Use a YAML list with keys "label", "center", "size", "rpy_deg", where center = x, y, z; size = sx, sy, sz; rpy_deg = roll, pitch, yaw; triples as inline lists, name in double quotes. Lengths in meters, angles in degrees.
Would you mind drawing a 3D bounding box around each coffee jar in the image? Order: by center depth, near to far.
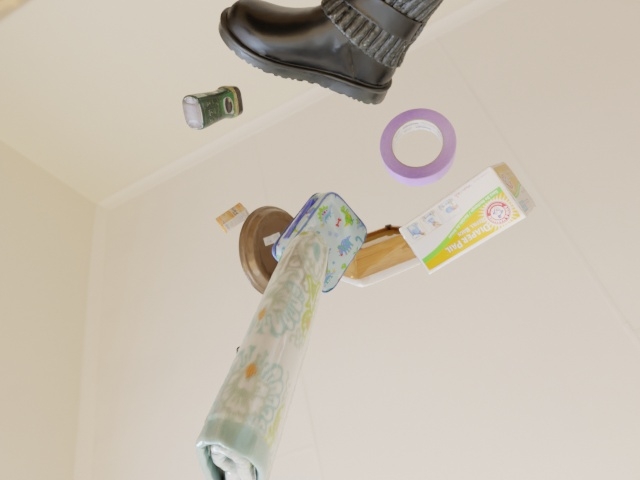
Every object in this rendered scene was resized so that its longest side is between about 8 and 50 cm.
- label: "coffee jar"
  center: [-0.304, -0.387, 1.326]
  size: [0.079, 0.096, 0.184]
  rpy_deg: [14, -148, 30]

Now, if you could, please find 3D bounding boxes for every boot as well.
- label: "boot"
  center: [0.017, -0.401, 0.770]
  size: [0.348, 0.260, 0.131]
  rpy_deg: [14, -126, -11]

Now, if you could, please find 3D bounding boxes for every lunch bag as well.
- label: "lunch bag"
  center: [0.000, 0.000, 1.108]
  size: [0.090, 0.176, 0.219]
  rpy_deg: [1, -128, 56]

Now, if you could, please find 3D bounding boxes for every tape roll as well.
- label: "tape roll"
  center: [0.361, -0.345, 1.710]
  size: [0.275, 0.090, 0.275]
  rpy_deg: [-3, -103, 15]

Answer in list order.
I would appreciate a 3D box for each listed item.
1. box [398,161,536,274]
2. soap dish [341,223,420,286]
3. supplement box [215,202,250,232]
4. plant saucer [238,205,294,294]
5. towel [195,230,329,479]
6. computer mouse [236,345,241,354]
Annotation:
- label: "box"
  center: [0.265, -0.041, 0.839]
  size: [0.203, 0.114, 0.103]
  rpy_deg: [-37, -99, 33]
- label: "soap dish"
  center: [0.184, 0.039, 1.475]
  size: [0.291, 0.118, 0.229]
  rpy_deg: [-19, -169, -20]
- label: "supplement box"
  center: [-0.283, -0.074, 1.493]
  size: [0.098, 0.036, 0.062]
  rpy_deg: [-37, -141, -13]
- label: "plant saucer"
  center: [-0.124, 0.031, 1.358]
  size: [0.041, 0.278, 0.278]
  rpy_deg: [-11, -123, 39]
- label: "towel"
  center: [-0.081, 0.213, 0.706]
  size: [0.090, 0.374, 0.320]
  rpy_deg: [15, -130, 2]
- label: "computer mouse"
  center: [-0.201, 0.443, 1.358]
  size: [0.060, 0.184, 0.262]
  rpy_deg: [-56, -170, 25]
